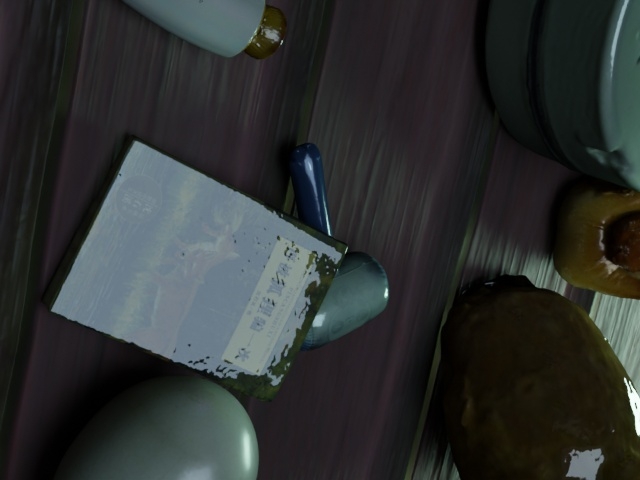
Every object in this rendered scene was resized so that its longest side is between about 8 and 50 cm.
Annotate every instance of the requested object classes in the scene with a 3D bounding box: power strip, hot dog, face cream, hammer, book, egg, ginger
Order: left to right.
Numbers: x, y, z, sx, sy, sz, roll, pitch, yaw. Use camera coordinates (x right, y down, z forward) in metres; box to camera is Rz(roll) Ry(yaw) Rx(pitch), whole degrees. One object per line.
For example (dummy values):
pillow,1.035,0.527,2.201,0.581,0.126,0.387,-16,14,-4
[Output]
egg,-0.145,0.209,1.165,0.209,0.151,0.151,-48,133,0
face cream,-0.104,-0.197,1.091,0.182,0.051,0.072,22,93,-43
book,-0.101,0.029,1.172,0.228,0.024,0.160,27,89,-29
hammer,0.000,0.000,1.263,0.116,0.069,0.194,-25,119,-29
ginger,0.238,0.191,1.450,0.200,0.223,0.269,-27,127,-25
power strip,0.337,-0.229,1.381,0.357,0.161,0.358,-20,122,-36
hot dog,0.392,-0.018,1.531,0.256,0.153,0.150,-21,121,-33
